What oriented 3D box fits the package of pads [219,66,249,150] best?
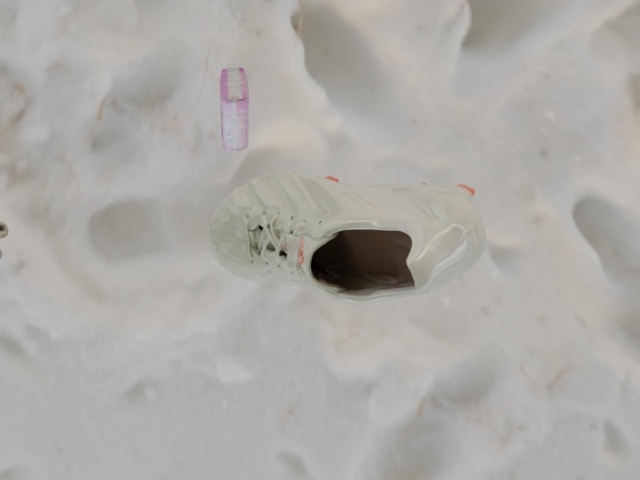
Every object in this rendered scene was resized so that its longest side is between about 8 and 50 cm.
[{"bbox_3d":[-0.093,-0.142,1.670,0.032,0.050,0.083,0,141,-3],"label":"package of pads"}]

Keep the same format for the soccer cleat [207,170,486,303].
[{"bbox_3d":[0.000,0.000,0.842,0.196,0.076,0.068,-1,115,42],"label":"soccer cleat"}]

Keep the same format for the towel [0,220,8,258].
[{"bbox_3d":[-0.438,-0.019,1.385,0.282,0.187,0.049,2,77,35],"label":"towel"}]
